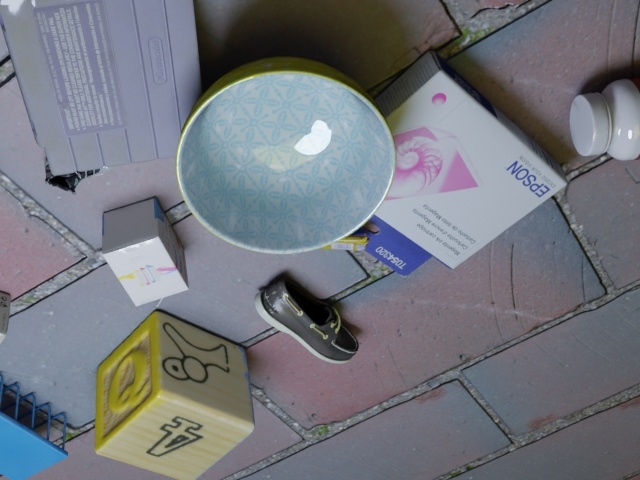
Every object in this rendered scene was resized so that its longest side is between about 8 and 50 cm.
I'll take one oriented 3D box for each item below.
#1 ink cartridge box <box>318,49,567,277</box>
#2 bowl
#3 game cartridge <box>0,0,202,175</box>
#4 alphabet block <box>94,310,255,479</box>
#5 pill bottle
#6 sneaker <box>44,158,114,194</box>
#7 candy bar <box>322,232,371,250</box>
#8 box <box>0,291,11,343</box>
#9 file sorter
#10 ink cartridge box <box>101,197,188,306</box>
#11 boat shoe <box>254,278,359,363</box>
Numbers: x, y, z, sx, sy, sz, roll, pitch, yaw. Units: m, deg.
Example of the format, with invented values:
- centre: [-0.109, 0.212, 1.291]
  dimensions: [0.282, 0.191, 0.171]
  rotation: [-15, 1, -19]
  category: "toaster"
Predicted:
- centre: [0.156, -0.082, 1.421]
  dimensions: [0.324, 0.071, 0.330]
  rotation: [32, 118, -35]
  category: "ink cartridge box"
- centre: [-0.050, -0.140, 1.254]
  dimensions: [0.290, 0.156, 0.289]
  rotation: [-3, 130, -4]
  category: "bowl"
- centre: [-0.268, -0.234, 1.161]
  dimensions: [0.230, 0.068, 0.355]
  rotation: [-7, 142, -8]
  category: "game cartridge"
- centre: [-0.252, 0.270, 1.583]
  dimensions: [0.197, 0.192, 0.193]
  rotation: [29, 119, -32]
  category: "alphabet block"
- centre: [0.487, -0.181, 1.359]
  dimensions: [0.216, 0.121, 0.121]
  rotation: [-8, 134, -6]
  category: "pill bottle"
- centre: [-0.340, -0.090, 1.305]
  dimensions: [0.098, 0.069, 0.038]
  rotation: [-5, 134, -7]
  category: "sneaker"
- centre: [0.000, 0.000, 1.476]
  dimensions: [0.162, 0.018, 0.040]
  rotation: [3, 149, 0]
  category: "candy bar"
- centre: [-0.627, 0.104, 1.411]
  dimensions: [0.275, 0.094, 0.113]
  rotation: [25, 123, -30]
  category: "box"
- centre: [-0.549, 0.330, 1.633]
  dimensions: [0.118, 0.104, 0.170]
  rotation: [-29, 132, 15]
  category: "file sorter"
- centre: [-0.264, 0.024, 1.414]
  dimensions: [0.090, 0.092, 0.143]
  rotation: [-18, 135, 4]
  category: "ink cartridge box"
- centre: [-0.008, 0.140, 1.585]
  dimensions: [0.228, 0.081, 0.069]
  rotation: [34, 123, -32]
  category: "boat shoe"
